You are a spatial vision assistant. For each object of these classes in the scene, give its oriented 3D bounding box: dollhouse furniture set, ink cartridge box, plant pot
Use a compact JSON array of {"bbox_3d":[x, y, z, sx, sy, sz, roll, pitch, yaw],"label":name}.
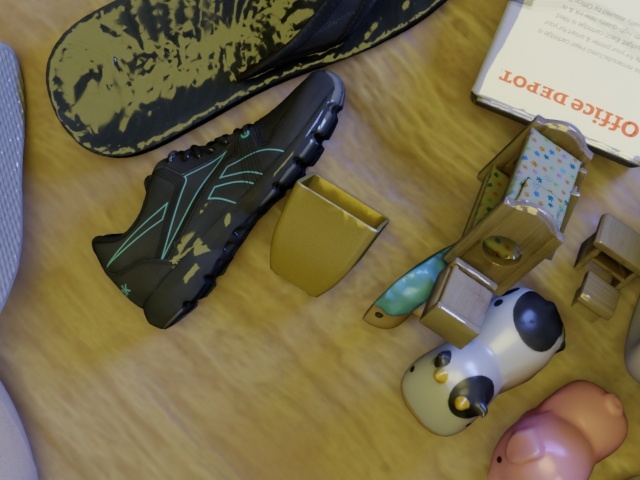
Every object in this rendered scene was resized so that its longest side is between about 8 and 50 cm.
[{"bbox_3d":[0.194,0.021,1.213,0.161,0.101,0.182,33,48,-9],"label":"dollhouse furniture set"},{"bbox_3d":[0.238,-0.188,1.282,0.160,0.092,0.219,23,91,4],"label":"ink cartridge box"},{"bbox_3d":[0.000,0.000,1.305,0.081,0.081,0.083,32,103,4],"label":"plant pot"}]

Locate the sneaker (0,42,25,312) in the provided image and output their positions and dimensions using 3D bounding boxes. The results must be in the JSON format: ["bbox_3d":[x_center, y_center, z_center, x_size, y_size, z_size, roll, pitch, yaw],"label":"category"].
[{"bbox_3d":[-0.341,-0.034,1.288,0.161,0.102,0.282,-8,55,9],"label":"sneaker"}]

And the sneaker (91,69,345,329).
[{"bbox_3d":[-0.086,-0.051,1.300,0.106,0.101,0.267,41,91,6],"label":"sneaker"}]

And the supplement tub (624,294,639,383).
[{"bbox_3d":[0.426,0.071,1.197,0.316,0.228,0.228,25,91,4],"label":"supplement tub"}]

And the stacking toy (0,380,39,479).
[{"bbox_3d":[-0.504,0.260,1.262,0.480,0.350,0.350,-15,88,21],"label":"stacking toy"}]

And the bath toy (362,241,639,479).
[{"bbox_3d":[0.186,0.157,1.262,0.151,0.129,0.348,-41,87,2],"label":"bath toy"}]

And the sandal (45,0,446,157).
[{"bbox_3d":[-0.033,-0.213,1.295,0.446,0.107,0.167,-34,87,2],"label":"sandal"}]
